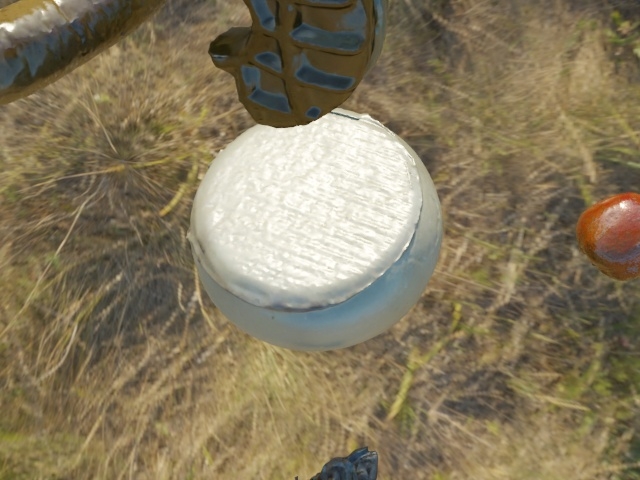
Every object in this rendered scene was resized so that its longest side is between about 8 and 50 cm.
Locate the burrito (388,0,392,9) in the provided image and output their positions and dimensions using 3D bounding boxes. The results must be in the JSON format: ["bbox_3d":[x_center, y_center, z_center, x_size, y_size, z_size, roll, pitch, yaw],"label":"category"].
[{"bbox_3d":[0.072,-0.458,1.943,0.190,0.332,0.135,23,76,-11],"label":"burrito"}]

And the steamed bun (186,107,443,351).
[{"bbox_3d":[0.000,0.000,1.654,0.375,0.241,0.374,-8,55,11],"label":"steamed bun"}]

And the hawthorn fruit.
[{"bbox_3d":[0.420,-0.006,1.551,0.128,0.128,0.128,-1,94,-10],"label":"hawthorn fruit"}]

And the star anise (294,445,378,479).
[{"bbox_3d":[-0.006,0.428,1.845,0.229,0.236,0.093,-27,74,-32],"label":"star anise"}]

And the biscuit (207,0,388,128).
[{"bbox_3d":[-0.085,-0.272,1.068,0.366,0.268,0.115,39,55,-16],"label":"biscuit"}]

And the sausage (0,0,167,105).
[{"bbox_3d":[-0.360,-0.324,1.626,0.136,0.123,0.501,37,56,21],"label":"sausage"}]
